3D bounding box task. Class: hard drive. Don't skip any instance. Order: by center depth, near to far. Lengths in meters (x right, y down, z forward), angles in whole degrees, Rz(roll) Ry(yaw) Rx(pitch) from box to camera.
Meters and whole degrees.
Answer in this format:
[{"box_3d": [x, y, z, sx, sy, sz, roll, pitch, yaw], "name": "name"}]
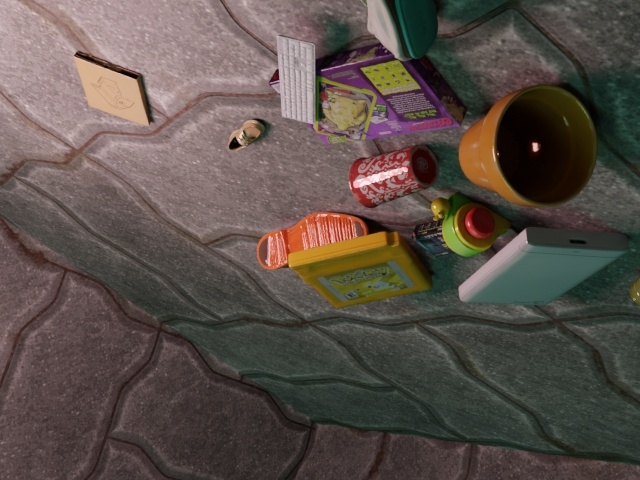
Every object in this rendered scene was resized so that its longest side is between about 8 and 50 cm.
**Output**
[{"box_3d": [0.482, 0.065, 1.866, 0.233, 0.047, 0.353, 3, 157, -13], "name": "hard drive"}]

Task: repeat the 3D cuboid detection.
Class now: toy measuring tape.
[{"box_3d": [0.381, 0.007, 1.866, 0.330, 0.121, 0.121, 29, 155, -13], "name": "toy measuring tape"}]

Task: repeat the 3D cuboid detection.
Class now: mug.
[{"box_3d": [0.169, -0.146, 1.791, 0.169, 0.150, 0.113, -14, 100, 48], "name": "mug"}]

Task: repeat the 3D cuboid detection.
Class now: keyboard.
[{"box_3d": [-0.044, -0.305, 1.623, 0.072, 0.014, 0.256, 20, 156, 9], "name": "keyboard"}]

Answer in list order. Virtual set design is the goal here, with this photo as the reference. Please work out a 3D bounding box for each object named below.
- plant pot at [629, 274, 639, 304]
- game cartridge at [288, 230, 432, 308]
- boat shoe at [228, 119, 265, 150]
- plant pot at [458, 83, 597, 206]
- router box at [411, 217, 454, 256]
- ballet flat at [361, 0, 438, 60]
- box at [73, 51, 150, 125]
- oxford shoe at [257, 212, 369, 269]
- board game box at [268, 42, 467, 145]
[{"box_3d": [0.710, 0.089, 1.797, 0.083, 0.083, 0.079, 15, 142, 19], "name": "plant pot"}, {"box_3d": [0.109, 0.080, 2.147, 0.285, 0.052, 0.324, -14, 155, 18], "name": "game cartridge"}, {"box_3d": [-0.172, -0.238, 1.939, 0.050, 0.045, 0.135, 32, 154, -19], "name": "boat shoe"}, {"box_3d": [0.346, -0.159, 1.487, 0.205, 0.205, 0.188, 32, 170, -17], "name": "plant pot"}, {"box_3d": [0.291, -0.006, 2.010, 0.092, 0.038, 0.122, 35, 154, -25], "name": "router box"}, {"box_3d": [0.091, -0.426, 1.249, 0.139, 0.139, 0.400, 15, 155, 19], "name": "ballet flat"}, {"box_3d": [-0.494, -0.358, 2.011, 0.165, 0.021, 0.201, 21, 155, 6], "name": "box"}, {"box_3d": [0.000, 0.000, 2.231, 0.364, 0.129, 0.133, -10, 173, 40], "name": "oxford shoe"}, {"box_3d": [0.085, -0.279, 1.631, 0.347, 0.056, 0.208, -2, 141, 44], "name": "board game box"}]
